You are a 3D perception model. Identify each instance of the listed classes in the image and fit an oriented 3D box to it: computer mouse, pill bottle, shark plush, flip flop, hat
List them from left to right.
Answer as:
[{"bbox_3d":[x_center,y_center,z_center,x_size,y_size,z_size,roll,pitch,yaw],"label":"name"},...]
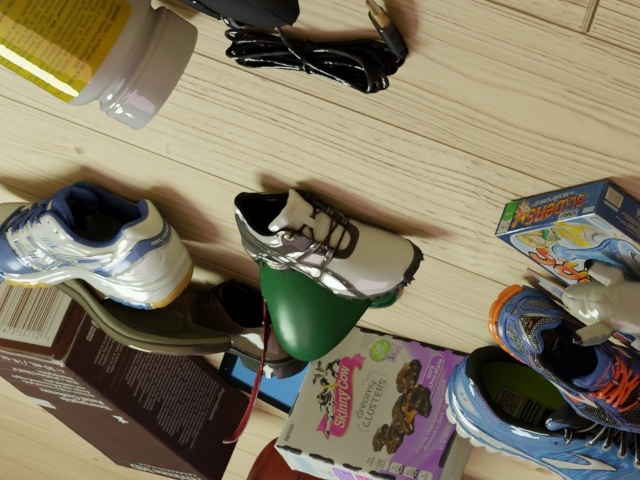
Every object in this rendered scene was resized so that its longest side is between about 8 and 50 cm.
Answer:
[{"bbox_3d":[-0.210,-0.182,1.427,0.208,0.119,0.119,31,158,-18],"label":"pill bottle"},{"bbox_3d":[-0.209,0.052,2.003,0.112,0.080,0.277,0,-153,-48],"label":"flip flop"},{"bbox_3d":[-0.041,-0.182,1.337,0.184,0.060,0.262,13,157,28],"label":"computer mouse"},{"bbox_3d":[-0.028,0.107,1.841,0.173,0.184,0.208,12,156,26],"label":"hat"},{"bbox_3d":[0.283,0.052,1.513,0.161,0.073,0.067,-3,175,18],"label":"shark plush"}]

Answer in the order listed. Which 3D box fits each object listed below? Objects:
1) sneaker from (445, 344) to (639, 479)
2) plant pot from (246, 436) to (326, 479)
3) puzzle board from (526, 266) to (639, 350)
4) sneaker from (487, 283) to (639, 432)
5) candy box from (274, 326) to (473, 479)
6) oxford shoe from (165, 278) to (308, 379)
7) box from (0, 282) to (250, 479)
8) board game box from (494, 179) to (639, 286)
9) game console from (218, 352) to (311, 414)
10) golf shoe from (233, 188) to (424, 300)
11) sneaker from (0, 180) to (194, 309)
[{"bbox_3d":[0.283,0.197,1.817,0.330,0.130,0.147,19,161,10],"label":"sneaker"},{"bbox_3d":[0.057,0.414,2.423,0.265,0.272,0.272,4,153,22],"label":"plant pot"},{"bbox_3d":[0.252,0.069,1.628,0.096,0.011,0.128,33,180,-36],"label":"puzzle board"},{"bbox_3d":[0.257,0.126,1.702,0.221,0.083,0.087,30,-177,-20],"label":"sneaker"},{"bbox_3d":[0.072,0.193,1.970,0.196,0.165,0.070,13,156,25],"label":"candy box"},{"bbox_3d":[-0.111,0.079,2.036,0.227,0.083,0.096,13,131,34],"label":"oxford shoe"},{"bbox_3d":[-0.273,0.175,2.325,0.191,0.143,0.381,7,155,35],"label":"box"},{"bbox_3d":[0.268,0.022,1.541,0.201,0.035,0.136,33,157,-24],"label":"board game box"},{"bbox_3d":[-0.023,0.242,2.195,0.173,0.250,0.293,-2,161,-8],"label":"game console"},{"bbox_3d":[0.000,0.000,1.708,0.198,0.077,0.094,11,156,26],"label":"golf shoe"},{"bbox_3d":[-0.276,-0.019,1.943,0.296,0.112,0.131,7,140,26],"label":"sneaker"}]
